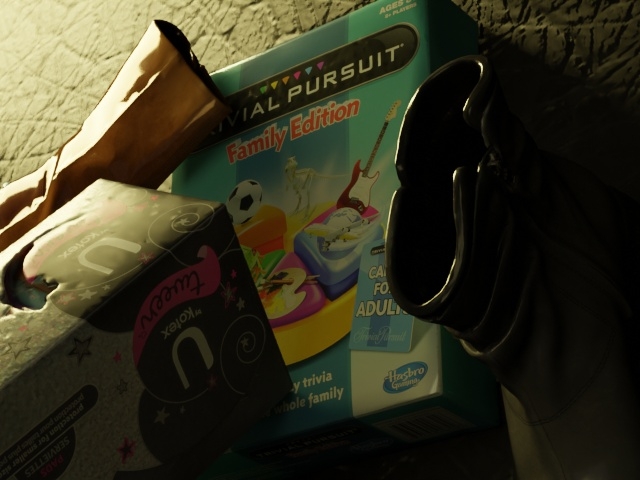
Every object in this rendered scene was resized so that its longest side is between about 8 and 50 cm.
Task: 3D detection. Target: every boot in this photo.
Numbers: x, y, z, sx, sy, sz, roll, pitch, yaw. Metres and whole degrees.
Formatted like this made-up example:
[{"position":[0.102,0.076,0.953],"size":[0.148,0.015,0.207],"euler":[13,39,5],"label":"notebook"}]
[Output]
[{"position":[0.116,0.075,0.958],"size":[0.118,0.222,0.338],"euler":[-22,55,30],"label":"boot"},{"position":[-0.162,-0.009,1.270],"size":[0.280,0.096,0.264],"euler":[-44,39,15],"label":"boot"}]

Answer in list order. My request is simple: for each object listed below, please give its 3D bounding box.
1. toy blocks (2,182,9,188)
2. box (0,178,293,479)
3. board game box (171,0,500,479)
[{"position":[-0.241,-0.017,1.431],"size":[0.123,0.054,0.148],"euler":[-40,48,19],"label":"toy blocks"},{"position":[-0.162,0.094,1.044],"size":[0.142,0.163,0.247],"euler":[12,41,42],"label":"box"},{"position":[0.000,0.000,1.199],"size":[0.253,0.079,0.336],"euler":[-19,57,32],"label":"board game box"}]
